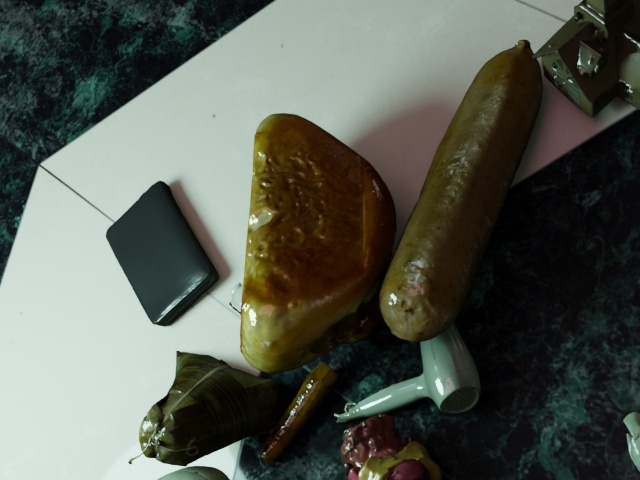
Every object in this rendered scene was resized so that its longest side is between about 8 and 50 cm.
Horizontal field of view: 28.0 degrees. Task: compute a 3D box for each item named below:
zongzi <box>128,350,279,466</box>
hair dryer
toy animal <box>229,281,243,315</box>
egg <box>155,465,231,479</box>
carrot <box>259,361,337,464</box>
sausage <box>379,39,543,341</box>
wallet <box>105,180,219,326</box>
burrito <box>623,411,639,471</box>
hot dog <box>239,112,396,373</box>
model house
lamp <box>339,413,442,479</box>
[{"bbox_3d":[-0.222,0.244,1.922,0.241,0.248,0.111,19,114,40],"label":"zongzi"},{"bbox_3d":[0.109,0.188,1.859,0.237,0.075,0.206,-34,47,21],"label":"hair dryer"},{"bbox_3d":[-0.088,0.064,2.014,0.124,0.071,0.085,-57,36,5],"label":"toy animal"},{"bbox_3d":[-0.204,0.440,1.828,0.186,0.186,0.253,19,73,35],"label":"egg"},{"bbox_3d":[-0.035,0.258,1.911,0.042,0.042,0.170,36,90,37],"label":"carrot"},{"bbox_3d":[0.209,-0.073,1.858,0.123,0.136,0.500,21,66,10],"label":"sausage"},{"bbox_3d":[-0.270,0.021,2.157,0.149,0.044,0.250,-43,54,11],"label":"wallet"},{"bbox_3d":[0.427,0.269,1.638,0.074,0.044,0.118,-41,58,12],"label":"burrito"},{"bbox_3d":[-0.001,0.001,1.898,0.223,0.185,0.405,1,58,0],"label":"hot dog"},{"bbox_3d":[0.407,-0.296,1.774,0.181,0.248,0.176,-44,64,-5],"label":"model house"},{"bbox_3d":[0.121,0.350,1.737,0.118,0.118,0.253,-44,57,5],"label":"lamp"}]
